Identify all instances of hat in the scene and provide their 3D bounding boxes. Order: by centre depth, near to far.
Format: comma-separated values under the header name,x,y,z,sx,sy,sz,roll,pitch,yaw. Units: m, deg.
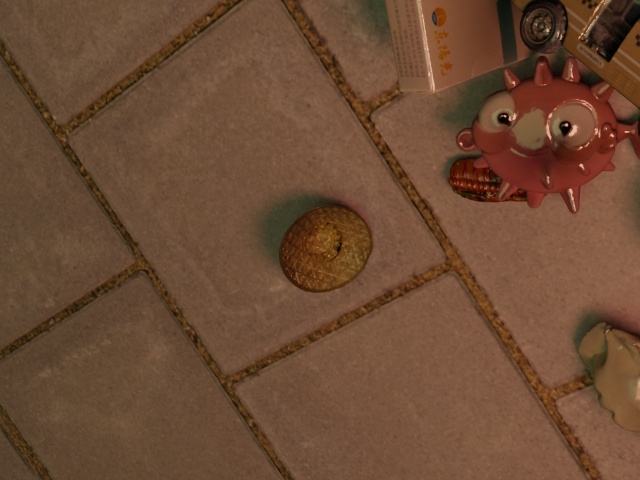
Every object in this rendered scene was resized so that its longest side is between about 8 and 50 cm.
name,x,y,z,sx,sy,sz,roll,pitch,yaw
hat,0.000,0.000,1.853,0.146,0.067,0.146,-7,118,-14

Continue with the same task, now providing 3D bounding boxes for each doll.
name,x,y,z,sx,sy,sz,roll,pitch,yaw
doll,0.309,-0.138,1.608,0.262,0.093,0.211,6,114,11

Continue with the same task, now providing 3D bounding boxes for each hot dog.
name,x,y,z,sx,sy,sz,roll,pitch,yaw
hot dog,0.245,-0.080,1.701,0.144,0.038,0.062,9,114,24

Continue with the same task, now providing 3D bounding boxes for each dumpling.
name,x,y,z,sx,sy,sz,roll,pitch,yaw
dumpling,0.422,0.196,1.695,0.155,0.111,0.181,28,118,51

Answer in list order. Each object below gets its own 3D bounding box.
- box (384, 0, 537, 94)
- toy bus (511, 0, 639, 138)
name,x,y,z,sx,sy,sz,roll,pitch,yaw
box,0.161,-0.373,1.527,0.065,0.200,0.343,11,118,50
toy bus,0.402,-0.235,1.403,0.365,0.177,0.201,48,121,33
